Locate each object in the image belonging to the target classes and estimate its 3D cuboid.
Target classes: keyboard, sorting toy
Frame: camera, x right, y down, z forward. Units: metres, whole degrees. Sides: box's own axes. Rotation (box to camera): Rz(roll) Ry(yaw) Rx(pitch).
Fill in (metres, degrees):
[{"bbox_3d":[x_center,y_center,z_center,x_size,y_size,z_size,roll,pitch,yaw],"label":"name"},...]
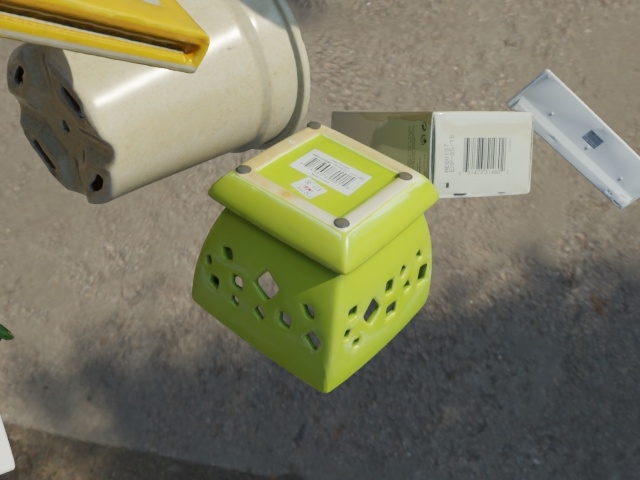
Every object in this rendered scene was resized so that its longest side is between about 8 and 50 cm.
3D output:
[{"bbox_3d":[0.368,-0.134,1.048,0.256,0.014,0.072,36,118,-22],"label":"keyboard"},{"bbox_3d":[-0.530,0.134,1.176,0.102,0.061,0.042,41,77,-17],"label":"sorting toy"}]

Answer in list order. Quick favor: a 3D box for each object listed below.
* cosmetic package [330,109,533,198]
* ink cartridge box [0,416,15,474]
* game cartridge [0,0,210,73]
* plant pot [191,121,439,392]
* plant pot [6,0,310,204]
[{"bbox_3d":[0.146,-0.132,1.091,0.160,0.309,0.113,-4,101,-24],"label":"cosmetic package"},{"bbox_3d":[-0.392,0.066,0.626,0.176,0.069,0.371,-18,118,-26],"label":"ink cartridge box"},{"bbox_3d":[-0.291,-0.282,0.700,0.285,0.323,0.052,-1,134,-48],"label":"game cartridge"},{"bbox_3d":[0.000,0.000,0.904,0.228,0.227,0.207,30,134,25],"label":"plant pot"},{"bbox_3d":[-0.238,-0.216,1.047,0.305,0.334,0.333,-37,108,-35],"label":"plant pot"}]
